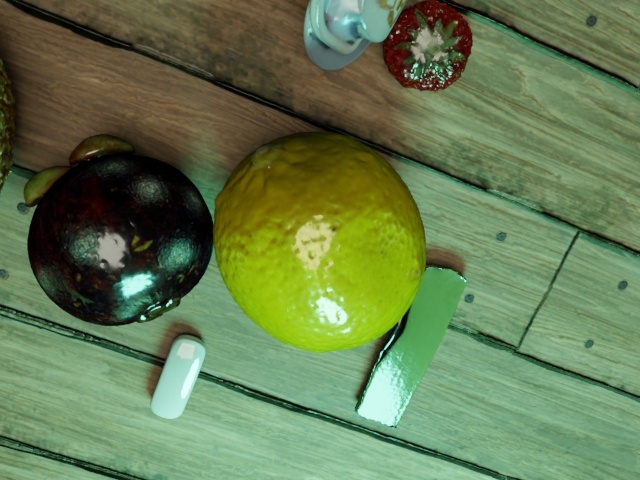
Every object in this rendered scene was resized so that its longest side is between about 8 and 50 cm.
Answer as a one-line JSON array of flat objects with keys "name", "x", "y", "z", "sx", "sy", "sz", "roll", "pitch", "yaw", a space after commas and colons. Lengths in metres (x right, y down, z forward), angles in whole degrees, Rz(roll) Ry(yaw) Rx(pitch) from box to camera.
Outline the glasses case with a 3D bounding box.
[{"name": "glasses case", "x": -0.252, "y": 0.242, "z": 1.278, "sx": 0.063, "sy": 0.041, "sz": 0.164, "roll": 19, "pitch": 106, "yaw": -11}]

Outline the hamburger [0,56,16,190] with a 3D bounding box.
[{"name": "hamburger", "x": -0.565, "y": -0.166, "z": 0.974, "sx": 0.250, "sy": 0.330, "sz": 0.330, "roll": 6, "pitch": 108, "yaw": 1}]

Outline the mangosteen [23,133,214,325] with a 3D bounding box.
[{"name": "mangosteen", "x": -0.302, "y": -0.014, "z": 1.077, "sx": 0.288, "sy": 0.288, "sz": 0.288, "roll": -1, "pitch": 109, "yaw": -3}]

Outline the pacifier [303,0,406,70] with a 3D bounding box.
[{"name": "pacifier", "x": 0.028, "y": -0.393, "z": 1.034, "sx": 0.207, "sy": 0.227, "sz": 0.279, "roll": 37, "pitch": 106, "yaw": 27}]

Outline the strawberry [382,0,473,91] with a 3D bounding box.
[{"name": "strawberry", "x": 0.166, "y": -0.293, "z": 1.103, "sx": 0.145, "sy": 0.086, "sz": 0.145, "roll": -2, "pitch": 103, "yaw": -7}]

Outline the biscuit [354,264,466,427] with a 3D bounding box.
[{"name": "biscuit", "x": 0.157, "y": 0.187, "z": 1.289, "sx": 0.099, "sy": 0.038, "sz": 0.323, "roll": 18, "pitch": 106, "yaw": -13}]

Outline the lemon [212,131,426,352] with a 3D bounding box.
[{"name": "lemon", "x": 0.001, "y": 0.001, "z": 1.079, "sx": 0.336, "sy": 0.336, "sz": 0.336, "roll": -1, "pitch": 109, "yaw": -3}]
